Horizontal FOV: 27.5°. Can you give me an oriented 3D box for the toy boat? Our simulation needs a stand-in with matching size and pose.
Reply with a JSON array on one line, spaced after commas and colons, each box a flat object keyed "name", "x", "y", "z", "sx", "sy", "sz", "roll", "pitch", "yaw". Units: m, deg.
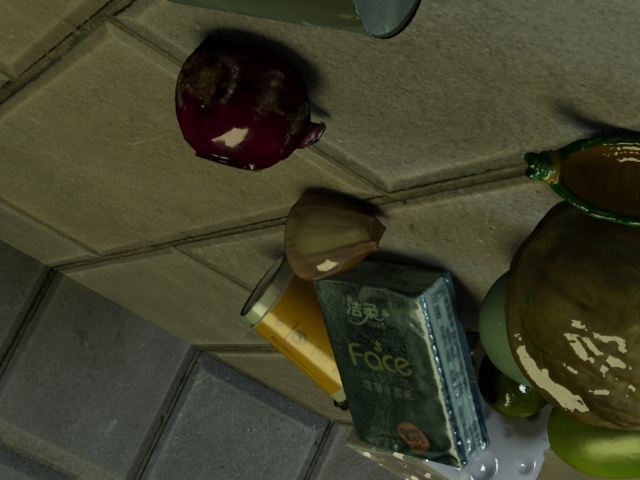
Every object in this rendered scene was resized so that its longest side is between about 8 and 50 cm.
[{"name": "toy boat", "x": 0.310, "y": -0.057, "z": 1.246, "sx": 0.229, "sy": 0.089, "sz": 0.088, "roll": 9, "pitch": 180, "yaw": 25}]

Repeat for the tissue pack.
[{"name": "tissue pack", "x": 0.126, "y": 0.185, "z": 2.029, "sx": 0.228, "sy": 0.103, "sz": 0.316, "roll": 6, "pitch": 121, "yaw": 42}]

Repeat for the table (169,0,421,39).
[{"name": "table", "x": -0.033, "y": -0.246, "z": 1.089, "sx": 0.220, "sy": 0.126, "sz": 0.126, "roll": 16, "pitch": 162, "yaw": 31}]

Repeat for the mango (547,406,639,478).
[{"name": "mango", "x": 0.484, "y": 0.295, "z": 2.041, "sx": 0.175, "sy": 0.143, "sz": 0.293, "roll": 40, "pitch": 149, "yaw": -26}]

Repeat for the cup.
[{"name": "cup", "x": 0.012, "y": 0.154, "z": 2.237, "sx": 0.279, "sy": 0.196, "sz": 0.196, "roll": 36, "pitch": 163, "yaw": -7}]

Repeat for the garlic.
[{"name": "garlic", "x": -0.002, "y": -0.009, "z": 1.872, "sx": 0.115, "sy": 0.128, "sz": 0.206, "roll": 52, "pitch": 167, "yaw": -8}]

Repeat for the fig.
[{"name": "fig", "x": 0.333, "y": 0.228, "z": 2.104, "sx": 0.156, "sy": 0.123, "sz": 0.123, "roll": 14, "pitch": 170, "yaw": -23}]

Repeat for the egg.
[{"name": "egg", "x": 0.289, "y": 0.106, "z": 1.658, "sx": 0.168, "sy": 0.168, "sz": 0.231, "roll": 29, "pitch": 169, "yaw": -13}]

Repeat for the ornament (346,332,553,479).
[{"name": "ornament", "x": 0.238, "y": 0.315, "z": 2.277, "sx": 0.239, "sy": 0.239, "sz": 0.240, "roll": 34, "pitch": 162, "yaw": -27}]

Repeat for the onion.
[{"name": "onion", "x": -0.076, "y": -0.133, "z": 1.504, "sx": 0.198, "sy": 0.135, "sz": 0.173, "roll": 35, "pitch": 165, "yaw": -38}]

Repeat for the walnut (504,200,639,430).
[{"name": "walnut", "x": 0.330, "y": 0.075, "z": 1.378, "sx": 0.283, "sy": 0.283, "sz": 0.227, "roll": 28, "pitch": -167, "yaw": -10}]
